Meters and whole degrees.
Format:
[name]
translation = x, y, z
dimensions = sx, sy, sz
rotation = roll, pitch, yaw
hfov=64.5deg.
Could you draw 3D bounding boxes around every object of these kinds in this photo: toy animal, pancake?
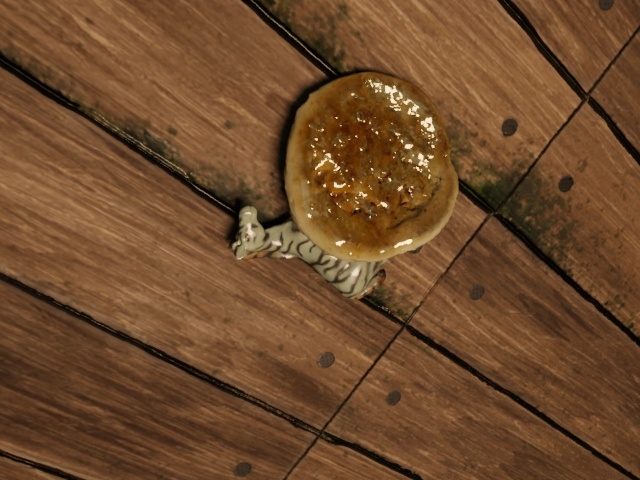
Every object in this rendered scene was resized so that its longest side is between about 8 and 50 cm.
[toy animal]
translation = 0.004, -0.017, 0.763
dimensions = 0.255, 0.090, 0.169
rotation = 22, 93, -14
[pancake]
translation = 0.073, -0.105, 0.719
dimensions = 0.283, 0.049, 0.282
rotation = 2, 83, -15
